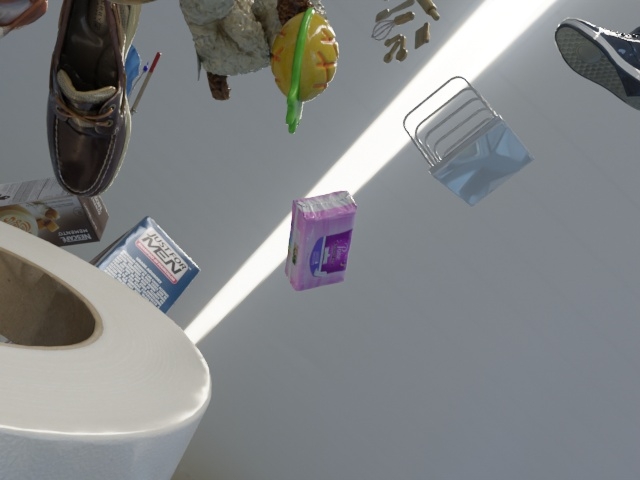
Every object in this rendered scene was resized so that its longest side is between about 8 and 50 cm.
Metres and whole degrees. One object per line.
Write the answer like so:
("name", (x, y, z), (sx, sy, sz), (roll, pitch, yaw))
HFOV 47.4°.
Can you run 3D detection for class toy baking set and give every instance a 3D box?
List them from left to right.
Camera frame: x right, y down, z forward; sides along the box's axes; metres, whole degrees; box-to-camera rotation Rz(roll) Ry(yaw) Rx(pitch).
("toy baking set", (0.220, -0.589, 1.968), (0.030, 0.256, 0.197), (26, -55, -39))

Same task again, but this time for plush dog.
("plush dog", (-0.097, -0.361, 1.255), (0.262, 0.226, 0.210), (-74, 155, -75))

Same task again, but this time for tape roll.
("tape roll", (-0.262, 0.053, 0.503), (0.392, 0.072, 0.392), (27, 6, -3))

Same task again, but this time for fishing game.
("fishing game", (-0.426, -0.312, 1.452), (0.264, 0.189, 0.041), (13, -15, 35))

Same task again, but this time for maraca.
("maraca", (-0.028, -0.254, 1.087), (0.099, 0.185, 0.127), (10, -8, 8))

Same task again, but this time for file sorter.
("file sorter", (0.349, -0.235, 1.731), (0.278, 0.193, 0.173), (24, 32, -57))

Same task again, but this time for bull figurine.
("bull figurine", (-0.547, -0.378, 1.116), (0.311, 0.188, 0.101), (22, -35, 36))

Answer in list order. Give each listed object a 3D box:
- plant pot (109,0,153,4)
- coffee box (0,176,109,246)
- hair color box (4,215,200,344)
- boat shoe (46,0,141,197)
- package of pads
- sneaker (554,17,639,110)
("plant pot", (-0.141, -0.326, 0.664), (0.236, 0.236, 0.032), (24, -5, 34))
("coffee box", (-0.644, -0.063, 1.708), (0.247, 0.098, 0.141), (-7, -50, 8))
("hair color box", (-0.296, 0.130, 0.831), (0.174, 0.347, 0.105), (-32, -74, 35))
("boat shoe", (-0.326, -0.210, 1.008), (0.123, 0.123, 0.341), (16, -69, -5))
("package of pads", (0.000, 0.000, 0.601), (0.032, 0.050, 0.083), (-122, -150, -43))
("sneaker", (0.515, -0.345, 1.250), (0.226, 0.163, 0.086), (33, -18, -12))
